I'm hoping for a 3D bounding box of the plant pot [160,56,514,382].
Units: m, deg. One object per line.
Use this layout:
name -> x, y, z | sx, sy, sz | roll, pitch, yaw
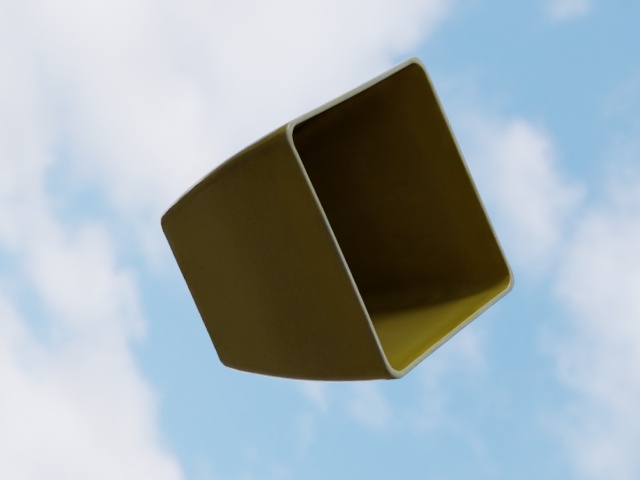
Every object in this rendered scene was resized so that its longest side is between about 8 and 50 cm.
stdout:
plant pot -> 0.000, 0.000, 1.549 | 0.187, 0.212, 0.212 | -19, -82, 38
